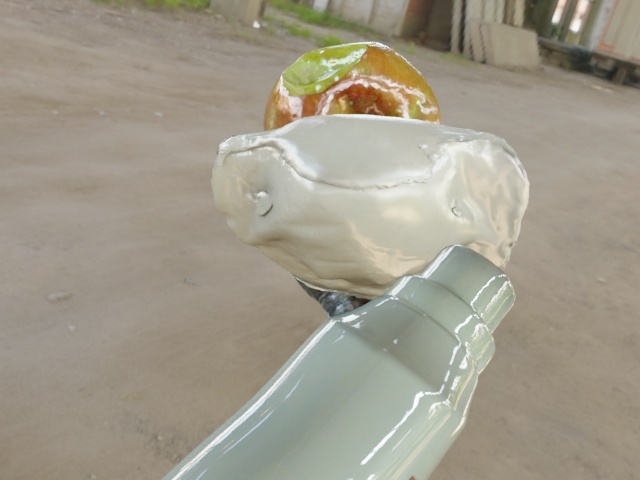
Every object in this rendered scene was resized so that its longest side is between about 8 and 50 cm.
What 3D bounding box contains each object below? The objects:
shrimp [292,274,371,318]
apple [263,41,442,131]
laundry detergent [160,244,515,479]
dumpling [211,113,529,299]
[{"bbox_3d":[0.001,0.002,1.111,0.137,0.172,0.372,-21,65,-16],"label":"shrimp"},{"bbox_3d":[0.055,-0.201,1.432,0.340,0.339,0.339,13,20,-5],"label":"apple"},{"bbox_3d":[-0.013,0.169,0.494,0.125,0.264,0.398,34,68,21],"label":"laundry detergent"},{"bbox_3d":[0.052,-0.024,0.919,0.341,0.260,0.181,-10,34,-9],"label":"dumpling"}]
